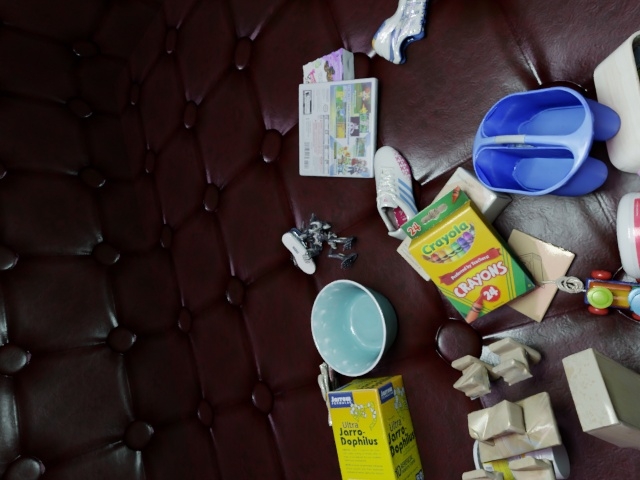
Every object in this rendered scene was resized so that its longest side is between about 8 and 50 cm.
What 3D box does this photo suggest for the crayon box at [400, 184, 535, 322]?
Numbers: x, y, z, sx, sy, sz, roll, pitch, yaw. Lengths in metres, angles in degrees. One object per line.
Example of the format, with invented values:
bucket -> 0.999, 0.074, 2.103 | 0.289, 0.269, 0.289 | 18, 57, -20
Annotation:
crayon box -> 0.380, 0.040, 1.150 | 0.202, 0.081, 0.318 | -39, 93, 27

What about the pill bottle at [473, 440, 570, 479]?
pill bottle -> 0.525, 0.573, 1.138 | 0.208, 0.119, 0.119 | -27, 73, 39

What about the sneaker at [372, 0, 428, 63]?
sneaker -> 0.296, -0.700, 1.358 | 0.131, 0.112, 0.296 | 44, 121, 13

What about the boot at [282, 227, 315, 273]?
boot -> -0.070, 0.037, 1.717 | 0.069, 0.086, 0.190 | -29, 100, 31

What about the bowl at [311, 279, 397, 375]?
bowl -> 0.133, 0.283, 1.463 | 0.312, 0.163, 0.311 | 1, 91, 42

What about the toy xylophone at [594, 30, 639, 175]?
toy xylophone -> 0.690, -0.302, 0.916 | 0.081, 0.236, 0.322 | -3, 87, -2

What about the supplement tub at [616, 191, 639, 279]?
supplement tub -> 0.765, -0.017, 0.860 | 0.272, 0.191, 0.191 | -4, 88, 43

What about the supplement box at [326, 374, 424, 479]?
supplement box -> 0.179, 0.640, 1.392 | 0.195, 0.194, 0.356 | -18, 79, 33

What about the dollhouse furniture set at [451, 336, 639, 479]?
dollhouse furniture set -> 0.550, 0.431, 1.012 | 0.394, 0.256, 0.362 | -45, 26, 41

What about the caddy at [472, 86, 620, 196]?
caddy -> 0.512, -0.228, 1.033 | 0.341, 0.179, 0.241 | -152, 70, -66

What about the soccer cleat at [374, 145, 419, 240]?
soccer cleat -> 0.231, -0.160, 1.380 | 0.116, 0.143, 0.331 | -28, 72, 39

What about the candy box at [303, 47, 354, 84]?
candy box -> 0.029, -0.592, 1.607 | 0.196, 0.070, 0.164 | -4, 89, 42

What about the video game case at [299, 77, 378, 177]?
video game case -> 0.057, -0.393, 1.538 | 0.300, 0.036, 0.329 | 7, 103, 29

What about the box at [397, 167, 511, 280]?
box -> 0.382, -0.043, 1.258 | 0.148, 0.121, 0.311 | 48, 121, 31

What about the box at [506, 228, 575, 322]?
box -> 0.558, 0.092, 1.167 | 0.164, 0.021, 0.201 | 31, 112, 38

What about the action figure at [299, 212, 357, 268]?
action figure -> 0.000, 0.000, 1.599 | 0.276, 0.141, 0.164 | 22, 117, 39

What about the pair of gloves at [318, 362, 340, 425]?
pair of gloves -> 0.033, 0.526, 1.521 | 0.042, 0.240, 0.204 | -11, 81, 8

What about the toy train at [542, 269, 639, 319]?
toy train -> 0.637, 0.124, 0.997 | 0.248, 0.143, 0.105 | 5, 94, 35
